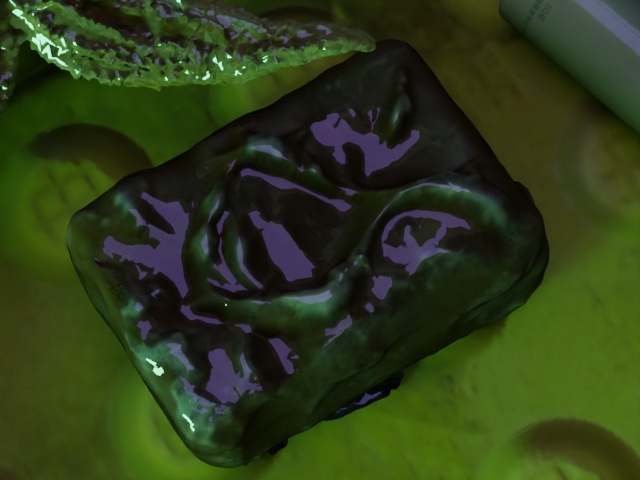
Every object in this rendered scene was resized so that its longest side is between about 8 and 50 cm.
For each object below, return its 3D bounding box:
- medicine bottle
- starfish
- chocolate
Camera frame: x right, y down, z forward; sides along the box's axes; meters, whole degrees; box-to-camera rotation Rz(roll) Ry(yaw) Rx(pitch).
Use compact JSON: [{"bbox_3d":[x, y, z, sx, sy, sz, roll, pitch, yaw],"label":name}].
[{"bbox_3d":[0.191,-0.061,0.903,0.059,0.059,0.231,-44,75,-11],"label":"medicine bottle"},{"bbox_3d":[-0.151,-0.114,0.824,0.299,0.060,0.302,40,98,-15],"label":"starfish"},{"bbox_3d":[0.000,0.000,0.874,0.214,0.093,0.148,-32,75,-8],"label":"chocolate"}]
